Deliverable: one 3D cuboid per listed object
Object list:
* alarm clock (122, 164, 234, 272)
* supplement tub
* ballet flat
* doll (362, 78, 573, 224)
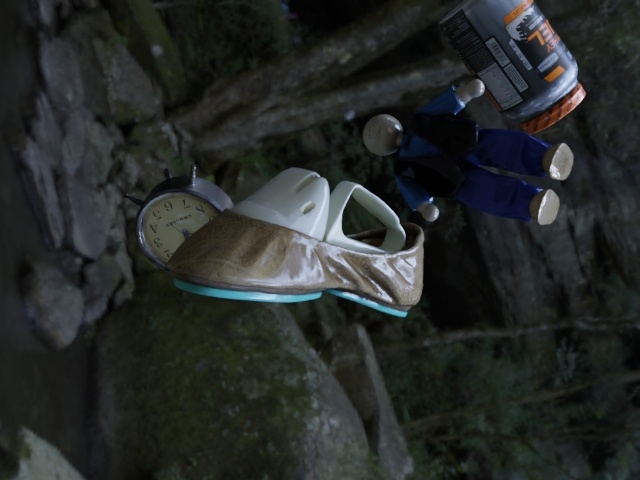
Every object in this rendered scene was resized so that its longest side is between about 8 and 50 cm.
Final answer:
[{"bbox_3d":[-0.166,-0.005,1.094,0.064,0.129,0.192,-79,146,-63],"label":"alarm clock"},{"bbox_3d":[0.252,-0.240,1.072,0.190,0.117,0.117,51,-2,-10],"label":"supplement tub"},{"bbox_3d":[0.000,0.000,0.790,0.116,0.342,0.124,20,-85,41],"label":"ballet flat"},{"bbox_3d":[0.118,-0.076,0.709,0.189,0.046,0.129,20,-81,36],"label":"doll"}]
